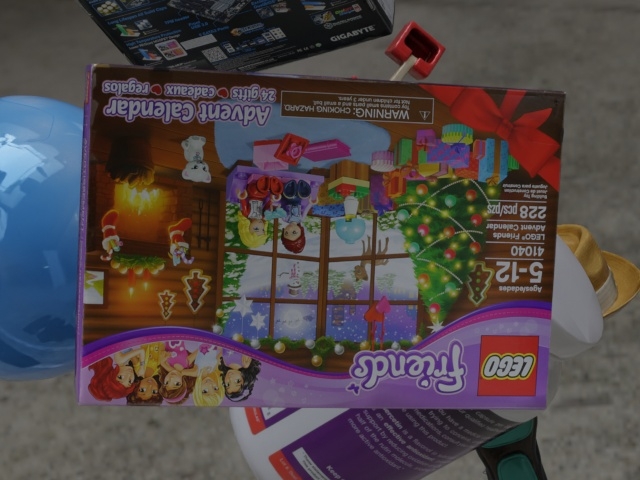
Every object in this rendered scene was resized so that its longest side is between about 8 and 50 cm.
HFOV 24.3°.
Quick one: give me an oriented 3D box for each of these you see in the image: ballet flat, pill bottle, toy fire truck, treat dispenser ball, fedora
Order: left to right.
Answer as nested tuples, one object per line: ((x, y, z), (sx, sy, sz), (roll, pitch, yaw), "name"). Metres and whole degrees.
((-0.299, -0.001, 1.502), (0.288, 0.288, 0.288), (-8, 29, 4), "treat dispenser ball")
((0.039, -0.127, 1.518), (0.192, 0.047, 0.135), (-55, 12, -14), "toy fire truck")
((0.085, 0.112, 1.324), (0.323, 0.181, 0.181), (-33, 18, 28), "pill bottle")
((0.180, 0.191, 1.457), (0.074, 0.203, 0.074), (-13, 25, 6), "ballet flat")
((0.277, 0.035, 1.721), (0.194, 0.079, 0.194), (-15, 24, 7), "fedora")

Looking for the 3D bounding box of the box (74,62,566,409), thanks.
((0.000, 0.000, 0.910), (0.293, 0.201, 0.057), (2, 5, -13), "box")

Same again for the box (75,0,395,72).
((-0.075, -0.204, 1.163), (0.220, 0.175, 0.051), (-13, 54, 23), "box")
